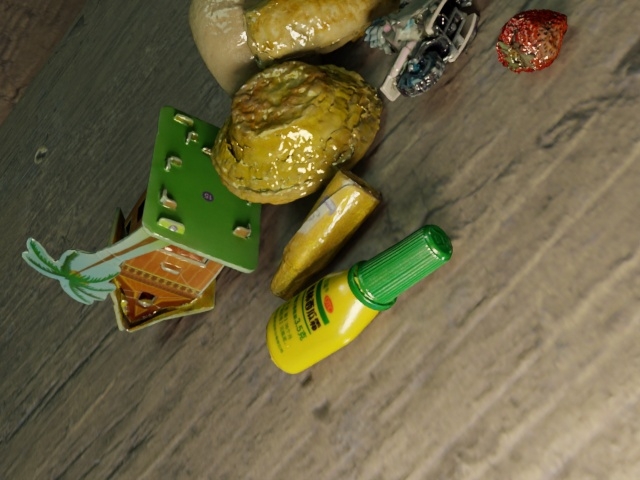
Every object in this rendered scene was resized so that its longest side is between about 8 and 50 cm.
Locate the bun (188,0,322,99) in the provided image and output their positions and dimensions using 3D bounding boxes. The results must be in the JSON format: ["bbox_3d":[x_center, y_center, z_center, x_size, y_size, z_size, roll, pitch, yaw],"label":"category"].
[{"bbox_3d":[-0.094,-0.385,1.576,0.205,0.281,0.281,-31,41,26],"label":"bun"}]

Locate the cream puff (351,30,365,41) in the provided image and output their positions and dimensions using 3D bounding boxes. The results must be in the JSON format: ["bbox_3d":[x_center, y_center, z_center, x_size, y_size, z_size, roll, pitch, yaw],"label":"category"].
[{"bbox_3d":[0.059,-0.389,1.559,0.058,0.083,0.083,74,-154,-79],"label":"cream puff"}]

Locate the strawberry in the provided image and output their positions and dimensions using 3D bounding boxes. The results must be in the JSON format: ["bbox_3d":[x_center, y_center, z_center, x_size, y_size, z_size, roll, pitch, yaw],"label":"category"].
[{"bbox_3d":[0.277,-0.260,1.139,0.096,0.083,0.083,-32,26,-21],"label":"strawberry"}]

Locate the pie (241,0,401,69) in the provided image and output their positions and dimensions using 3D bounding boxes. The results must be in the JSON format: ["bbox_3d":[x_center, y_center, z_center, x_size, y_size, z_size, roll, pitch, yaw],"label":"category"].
[{"bbox_3d":[0.011,-0.380,1.455,0.283,0.128,0.068,-27,10,-10],"label":"pie"}]

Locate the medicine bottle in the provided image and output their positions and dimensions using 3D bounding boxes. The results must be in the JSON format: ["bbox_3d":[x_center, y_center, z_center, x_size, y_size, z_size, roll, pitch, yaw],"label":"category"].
[{"bbox_3d":[0.047,0.075,1.180,0.309,0.076,0.111,-35,47,31],"label":"medicine bottle"}]

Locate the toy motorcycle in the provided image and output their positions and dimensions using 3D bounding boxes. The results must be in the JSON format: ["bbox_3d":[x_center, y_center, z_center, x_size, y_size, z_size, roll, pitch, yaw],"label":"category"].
[{"bbox_3d":[0.136,-0.303,1.342,0.204,0.108,0.239,-3,37,48],"label":"toy motorcycle"}]

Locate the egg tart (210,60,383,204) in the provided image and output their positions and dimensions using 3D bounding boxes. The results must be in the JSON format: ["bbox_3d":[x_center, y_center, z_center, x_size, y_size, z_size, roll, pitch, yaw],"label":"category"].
[{"bbox_3d":[-0.051,-0.191,1.410,0.294,0.123,0.294,-15,48,17],"label":"egg tart"}]

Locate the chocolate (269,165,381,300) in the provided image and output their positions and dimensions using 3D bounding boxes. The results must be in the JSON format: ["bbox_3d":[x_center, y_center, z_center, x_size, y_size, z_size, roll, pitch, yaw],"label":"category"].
[{"bbox_3d":[0.000,0.000,1.310,0.219,0.086,0.085,-55,32,15],"label":"chocolate"}]

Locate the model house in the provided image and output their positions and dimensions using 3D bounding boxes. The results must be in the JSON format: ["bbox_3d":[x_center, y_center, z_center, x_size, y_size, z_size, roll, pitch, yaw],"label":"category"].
[{"bbox_3d":[-0.315,-0.027,1.516,0.323,0.340,0.300,-48,30,38],"label":"model house"}]
